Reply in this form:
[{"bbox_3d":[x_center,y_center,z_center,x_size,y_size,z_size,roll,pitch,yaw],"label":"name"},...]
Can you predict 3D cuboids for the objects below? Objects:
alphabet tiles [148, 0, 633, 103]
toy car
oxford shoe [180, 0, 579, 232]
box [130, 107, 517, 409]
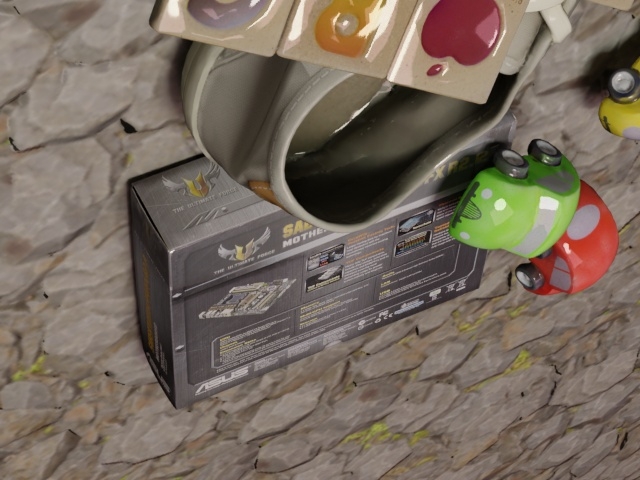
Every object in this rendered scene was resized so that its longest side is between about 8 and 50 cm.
[{"bbox_3d":[0.064,-0.222,0.610,0.285,0.011,0.343,9,113,-34],"label":"alphabet tiles"},{"bbox_3d":[0.160,-0.031,0.997,0.225,0.053,0.239,-21,143,-51],"label":"toy car"},{"bbox_3d":[0.099,-0.170,0.750,0.169,0.130,0.449,14,126,-45],"label":"oxford shoe"},{"bbox_3d":[0.000,0.000,0.981,0.231,0.056,0.183,-22,148,-17],"label":"box"}]
